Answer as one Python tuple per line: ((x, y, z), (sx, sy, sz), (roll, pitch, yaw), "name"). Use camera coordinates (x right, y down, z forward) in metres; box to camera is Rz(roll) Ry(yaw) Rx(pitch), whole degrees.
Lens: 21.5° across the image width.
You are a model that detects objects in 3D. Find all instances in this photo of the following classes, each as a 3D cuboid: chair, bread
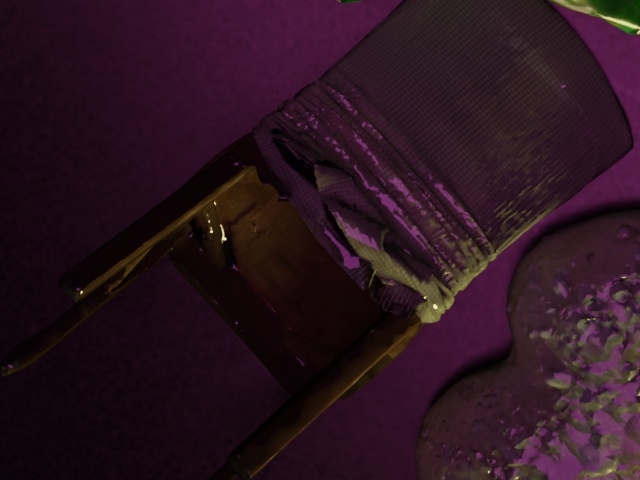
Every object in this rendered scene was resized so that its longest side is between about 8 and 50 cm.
((0.000, 0.000, 0.928), (0.160, 0.319, 0.186), (47, 148, 2), "chair")
((0.157, 0.099, 0.949), (0.172, 0.064, 0.232), (35, 106, 4), "bread")

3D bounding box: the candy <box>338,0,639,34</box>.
((0.100, -0.184, 0.897), (0.203, 0.078, 0.141), (9, 84, -3), "candy")
